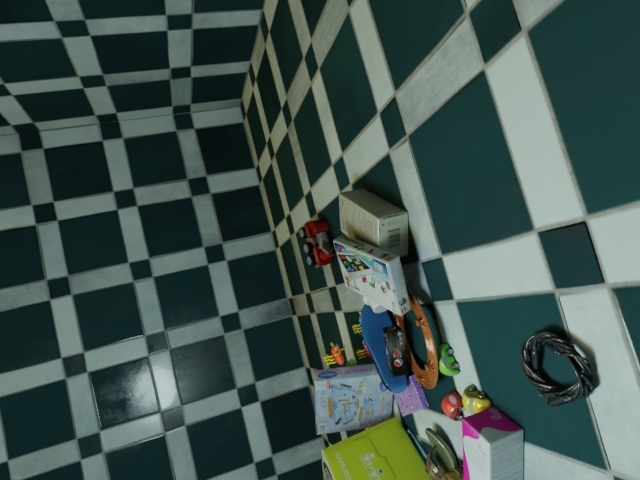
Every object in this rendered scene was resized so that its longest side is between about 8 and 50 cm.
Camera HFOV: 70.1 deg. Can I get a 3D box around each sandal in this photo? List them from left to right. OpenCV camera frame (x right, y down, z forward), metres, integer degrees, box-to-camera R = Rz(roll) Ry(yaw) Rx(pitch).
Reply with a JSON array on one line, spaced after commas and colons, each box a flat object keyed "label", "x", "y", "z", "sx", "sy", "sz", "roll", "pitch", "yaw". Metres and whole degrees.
[{"label": "sandal", "x": 0.400, "y": 0.778, "z": 1.515, "sx": 0.120, "sy": 0.086, "sz": 0.303, "roll": 170, "pitch": 87, "yaw": -72}]

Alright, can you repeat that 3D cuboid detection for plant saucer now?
[{"label": "plant saucer", "x": 0.380, "y": 0.795, "z": 1.700, "sx": 0.192, "sy": 0.018, "sz": 0.067, "roll": -132, "pitch": 34, "yaw": -55}]

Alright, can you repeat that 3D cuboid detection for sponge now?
[{"label": "sponge", "x": 0.327, "y": 0.575, "z": 1.685, "sx": 0.210, "sy": 0.031, "sz": 0.117, "roll": 111, "pitch": 142, "yaw": -60}]

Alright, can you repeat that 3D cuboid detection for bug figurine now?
[{"label": "bug figurine", "x": 0.145, "y": 0.439, "z": 1.869, "sx": 0.072, "sy": 0.279, "sz": 0.216, "roll": 2, "pitch": 125, "yaw": 46}]

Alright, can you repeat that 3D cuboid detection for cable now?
[{"label": "cable", "x": 0.496, "y": 0.263, "z": 0.961, "sx": 0.185, "sy": 0.047, "sz": 0.151, "roll": 103, "pitch": 154, "yaw": -58}]

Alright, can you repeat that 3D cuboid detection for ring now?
[{"label": "ring", "x": 0.302, "y": 0.319, "z": 1.502, "sx": 0.336, "sy": 0.032, "sz": 0.337, "roll": 168, "pitch": 90, "yaw": -83}]

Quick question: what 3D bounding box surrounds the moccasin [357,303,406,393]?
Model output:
[{"label": "moccasin", "x": 0.220, "y": 0.399, "z": 1.703, "sx": 0.117, "sy": 0.137, "sz": 0.342, "roll": 83, "pitch": 176, "yaw": -68}]

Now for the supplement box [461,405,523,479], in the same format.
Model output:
[{"label": "supplement box", "x": 0.447, "y": 0.568, "z": 1.190, "sx": 0.111, "sy": 0.113, "sz": 0.220, "roll": -144, "pitch": 44, "yaw": -65}]

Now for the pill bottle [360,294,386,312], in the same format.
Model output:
[{"label": "pill bottle", "x": 0.188, "y": 0.156, "z": 1.682, "sx": 0.117, "sy": 0.117, "sz": 0.215, "roll": 100, "pitch": 151, "yaw": -50}]

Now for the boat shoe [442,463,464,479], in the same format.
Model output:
[{"label": "boat shoe", "x": 0.455, "y": 0.842, "z": 1.364, "sx": 0.111, "sy": 0.104, "sz": 0.308, "roll": 112, "pitch": 141, "yaw": -60}]

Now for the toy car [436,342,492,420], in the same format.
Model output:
[{"label": "toy car", "x": 0.391, "y": 0.420, "z": 1.354, "sx": 0.239, "sy": 0.053, "sz": 0.225, "roll": 117, "pitch": 137, "yaw": -63}]

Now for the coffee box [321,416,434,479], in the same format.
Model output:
[{"label": "coffee box", "x": 0.220, "y": 0.960, "z": 1.752, "sx": 0.338, "sy": 0.337, "sz": 0.335, "roll": -124, "pitch": 24, "yaw": -46}]

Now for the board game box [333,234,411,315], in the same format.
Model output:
[{"label": "board game box", "x": 0.161, "y": 0.106, "z": 1.492, "sx": 0.305, "sy": 0.053, "sz": 0.193, "roll": 24, "pitch": 135, "yaw": 56}]

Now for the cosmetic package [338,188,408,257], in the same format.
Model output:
[{"label": "cosmetic package", "x": 0.176, "y": -0.062, "z": 1.581, "sx": 0.309, "sy": 0.113, "sz": 0.160, "roll": -134, "pitch": 35, "yaw": -59}]

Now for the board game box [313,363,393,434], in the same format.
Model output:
[{"label": "board game box", "x": 0.133, "y": 0.643, "z": 1.852, "sx": 0.066, "sy": 0.317, "sz": 0.319, "roll": -104, "pitch": 12, "yaw": -58}]

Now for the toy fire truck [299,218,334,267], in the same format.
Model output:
[{"label": "toy fire truck", "x": 0.000, "y": 0.000, "z": 2.129, "sx": 0.246, "sy": 0.158, "sz": 0.217, "roll": -31, "pitch": 72, "yaw": 59}]

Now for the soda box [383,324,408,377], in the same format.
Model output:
[{"label": "soda box", "x": 0.258, "y": 0.380, "z": 1.570, "sx": 0.053, "sy": 0.060, "sz": 0.169, "roll": -116, "pitch": 16, "yaw": -76}]
